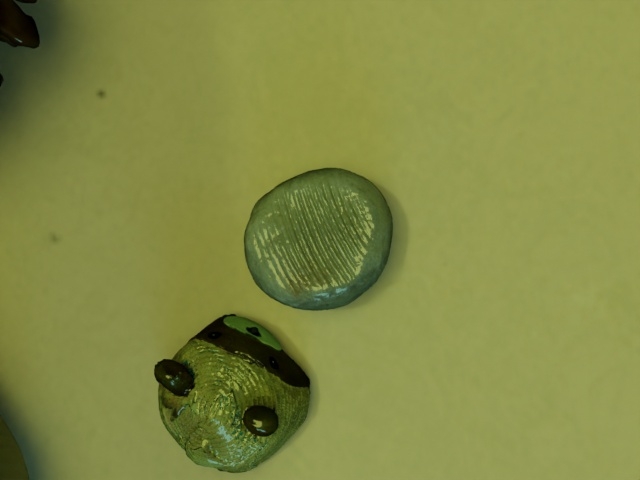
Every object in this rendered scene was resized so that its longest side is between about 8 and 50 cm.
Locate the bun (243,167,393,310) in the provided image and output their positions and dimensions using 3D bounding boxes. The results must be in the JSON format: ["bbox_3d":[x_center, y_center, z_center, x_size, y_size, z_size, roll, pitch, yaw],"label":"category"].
[{"bbox_3d":[0.000,0.000,0.792,0.083,0.045,0.083,-1,86,9],"label":"bun"}]

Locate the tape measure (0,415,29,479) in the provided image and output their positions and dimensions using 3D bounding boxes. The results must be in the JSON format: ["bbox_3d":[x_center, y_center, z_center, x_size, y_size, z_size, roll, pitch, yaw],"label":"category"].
[{"bbox_3d":[-0.291,0.170,0.810,0.271,0.133,0.231,-38,73,10],"label":"tape measure"}]

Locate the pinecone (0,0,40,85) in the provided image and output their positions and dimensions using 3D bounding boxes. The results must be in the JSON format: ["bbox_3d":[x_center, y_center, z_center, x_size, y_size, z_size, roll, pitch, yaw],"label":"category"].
[{"bbox_3d":[-0.270,-0.123,0.770,0.224,0.224,0.272,45,104,10],"label":"pinecone"}]

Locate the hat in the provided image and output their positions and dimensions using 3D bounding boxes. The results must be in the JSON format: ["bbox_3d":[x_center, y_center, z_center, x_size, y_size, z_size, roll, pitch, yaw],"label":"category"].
[{"bbox_3d":[-0.050,0.086,0.794,0.077,0.059,0.076,46,102,6],"label":"hat"}]
